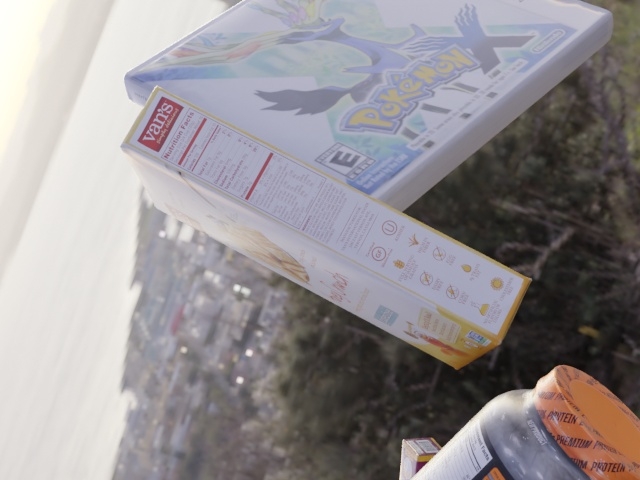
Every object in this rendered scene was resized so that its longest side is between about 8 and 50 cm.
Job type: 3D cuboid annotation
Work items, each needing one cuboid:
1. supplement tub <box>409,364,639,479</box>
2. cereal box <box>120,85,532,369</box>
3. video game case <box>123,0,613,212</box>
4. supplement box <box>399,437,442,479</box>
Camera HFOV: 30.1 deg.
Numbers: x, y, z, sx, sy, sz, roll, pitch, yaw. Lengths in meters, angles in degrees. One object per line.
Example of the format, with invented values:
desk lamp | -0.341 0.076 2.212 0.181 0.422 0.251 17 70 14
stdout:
supplement tub | 0.177 0.281 1.162 0.316 0.193 0.193 -48 23 20
cereal box | 0.000 0.000 0.738 0.047 0.240 0.173 -62 -5 -10
video game case | 0.043 -0.164 1.060 0.329 0.300 0.036 -39 -39 -30
supplement box | 0.128 0.296 1.491 0.055 0.043 0.083 -143 54 -68
